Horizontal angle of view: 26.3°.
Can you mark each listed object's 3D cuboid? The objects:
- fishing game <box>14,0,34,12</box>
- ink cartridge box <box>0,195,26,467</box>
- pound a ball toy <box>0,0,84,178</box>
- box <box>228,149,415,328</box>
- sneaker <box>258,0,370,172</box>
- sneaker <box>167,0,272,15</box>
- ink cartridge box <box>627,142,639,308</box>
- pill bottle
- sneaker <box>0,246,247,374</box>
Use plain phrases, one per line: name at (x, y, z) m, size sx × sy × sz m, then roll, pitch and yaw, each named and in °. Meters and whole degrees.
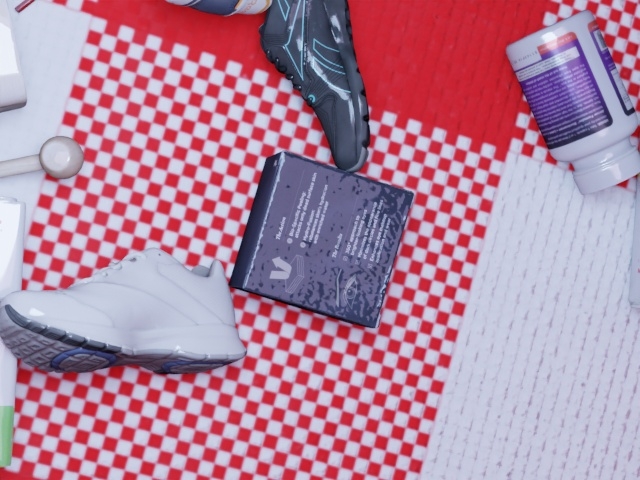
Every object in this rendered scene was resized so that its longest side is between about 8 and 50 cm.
fishing game at (-0.349, -0.388, 1.462) m, size 0.189 × 0.041 × 0.264 m, roll -40°, pitch 98°, yaw -8°
ink cartridge box at (-0.409, 0.087, 1.399) m, size 0.199 × 0.115 × 0.272 m, roll 4°, pitch 89°, yaw -13°
pound a ball toy at (-0.413, -0.141, 1.393) m, size 0.319 × 0.136 × 0.208 m, roll -12°, pitch 91°, yaw -13°
box at (0.000, 0.000, 1.507) m, size 0.158 × 0.093 × 0.155 m, roll 18°, pitch 85°, yaw -13°
sneaker at (-0.008, -0.201, 1.521) m, size 0.106 × 0.101 × 0.267 m, roll -12°, pitch 86°, yaw 1°
sneaker at (-0.106, -0.390, 1.477) m, size 0.127 × 0.126 × 0.321 m, roll 13°, pitch 74°, yaw -40°
ink cartridge box at (0.484, -0.105, 1.529) m, size 0.161 × 0.279 × 0.384 m, roll 6°, pitch 88°, yaw -14°
pill bottle at (0.297, -0.156, 1.572) m, size 0.108 × 0.108 × 0.193 m, roll -25°, pitch 94°, yaw -12°
sneaker at (-0.208, 0.071, 1.423) m, size 0.297 × 0.111 × 0.129 m, roll 8°, pitch 70°, yaw -47°
